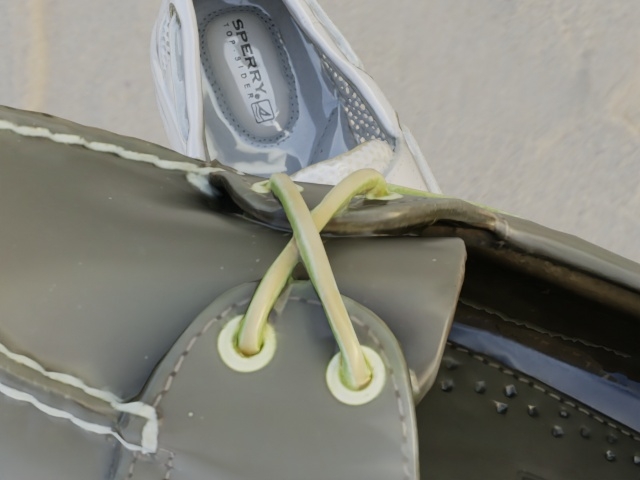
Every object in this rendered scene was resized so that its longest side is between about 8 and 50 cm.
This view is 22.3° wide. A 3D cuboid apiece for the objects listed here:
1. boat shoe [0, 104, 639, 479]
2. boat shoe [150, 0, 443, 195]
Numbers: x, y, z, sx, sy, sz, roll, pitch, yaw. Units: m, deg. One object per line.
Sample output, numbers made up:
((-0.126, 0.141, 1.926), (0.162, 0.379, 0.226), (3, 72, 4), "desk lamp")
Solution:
((0.015, 0.031, 0.360), (0.305, 0.109, 0.091), (23, 136, -10), "boat shoe")
((0.000, 0.000, 0.598), (0.098, 0.096, 0.277), (-24, 68, -8), "boat shoe")
